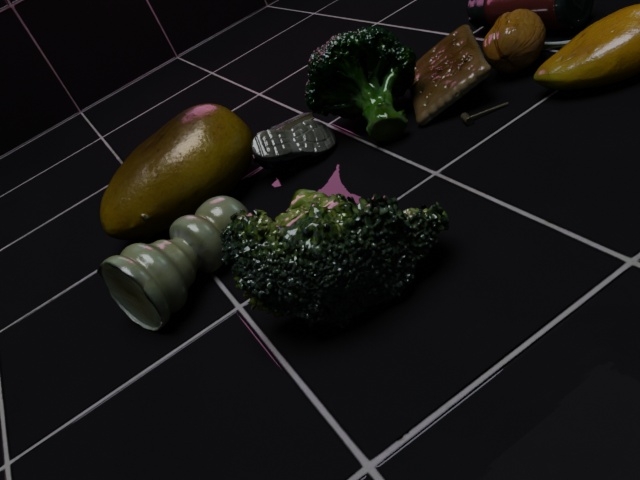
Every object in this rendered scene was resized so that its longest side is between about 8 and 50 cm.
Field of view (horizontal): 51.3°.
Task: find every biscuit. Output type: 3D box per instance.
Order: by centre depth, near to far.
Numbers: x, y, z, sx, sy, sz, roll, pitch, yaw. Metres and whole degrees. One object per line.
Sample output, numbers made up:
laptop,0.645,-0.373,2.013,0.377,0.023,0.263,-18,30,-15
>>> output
biscuit,0.310,-0.424,1.674,0.217,0.044,0.325,-35,27,24

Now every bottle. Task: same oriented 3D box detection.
bottle,0.539,-0.628,1.775,0.144,0.144,0.336,-42,34,-24

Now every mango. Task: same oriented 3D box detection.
mango,0.615,-0.406,1.424,0.316,0.119,0.177,-24,39,13
mango,-0.365,-0.161,1.687,0.445,0.221,0.301,-47,43,-14

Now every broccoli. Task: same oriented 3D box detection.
broccoli,-0.026,-0.003,1.202,0.352,0.275,0.397,7,16,-41
broccoli,0.103,-0.381,1.637,0.297,0.298,0.298,-22,55,7

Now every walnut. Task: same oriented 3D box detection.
walnut,0.473,-0.485,1.617,0.144,0.144,0.180,-5,33,30

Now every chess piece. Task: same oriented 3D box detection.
chess piece,-0.280,0.022,1.408,0.182,0.183,0.330,10,41,43

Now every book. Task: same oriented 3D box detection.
book,-0.102,-0.309,1.809,0.157,0.026,0.231,-27,13,-1

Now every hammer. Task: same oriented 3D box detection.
hammer,0.379,-0.294,1.527,0.110,0.019,0.036,-19,32,1

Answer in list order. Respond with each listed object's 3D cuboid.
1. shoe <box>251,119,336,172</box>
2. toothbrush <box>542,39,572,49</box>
shoe,-0.072,-0.224,1.691,0.227,0.126,0.100,-12,64,-22
toothbrush,0.553,-0.481,1.665,0.262,0.022,0.026,6,56,41
